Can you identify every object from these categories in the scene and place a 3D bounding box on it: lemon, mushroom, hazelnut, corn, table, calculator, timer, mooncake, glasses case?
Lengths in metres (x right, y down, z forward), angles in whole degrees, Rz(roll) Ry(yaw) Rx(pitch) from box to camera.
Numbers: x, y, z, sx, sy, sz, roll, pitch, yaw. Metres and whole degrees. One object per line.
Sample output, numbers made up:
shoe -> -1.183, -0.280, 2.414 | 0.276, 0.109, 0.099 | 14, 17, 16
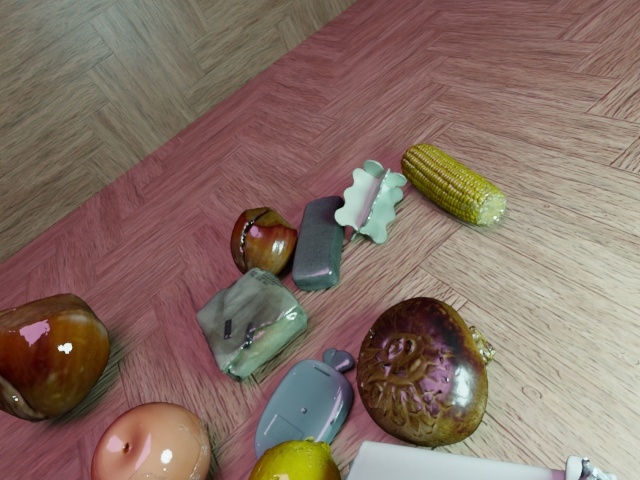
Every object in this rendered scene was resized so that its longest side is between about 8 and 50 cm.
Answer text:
lemon -> -0.046, 0.452, 0.735 | 0.173, 0.173, 0.206 | 5, 47, 35
mushroom -> 0.198, 0.240, 0.800 | 0.278, 0.163, 0.297 | -27, 40, 6
hazelnut -> -0.802, 0.340, 1.220 | 0.372, 0.315, 0.372 | -4, 78, 22
corn -> 0.347, -0.154, 1.117 | 0.131, 0.131, 0.344 | -34, 42, -2
table -> 0.140, -0.101, 1.184 | 0.166, 0.166, 0.198 | 6, 61, 36
calculator -> -0.032, 0.364, 0.910 | 0.185, 0.041, 0.299 | 18, 62, 41
timer -> -0.352, 0.467, 0.881 | 0.229, 0.215, 0.230 | -12, 49, 14
mooncake -> -0.178, 0.208, 1.082 | 0.250, 0.136, 0.254 | -40, 46, -6
hazelnut -> -0.179, 0.011, 1.246 | 0.212, 0.181, 0.181 | 24, 50, 33
glasses case -> 0.000, 0.000, 1.222 | 0.131, 0.074, 0.323 | -12, 45, 23

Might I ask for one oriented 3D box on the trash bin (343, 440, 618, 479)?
trash bin -> 0.201, 0.408, 0.543 | 0.367, 0.296, 0.256 | -5, 40, 38
